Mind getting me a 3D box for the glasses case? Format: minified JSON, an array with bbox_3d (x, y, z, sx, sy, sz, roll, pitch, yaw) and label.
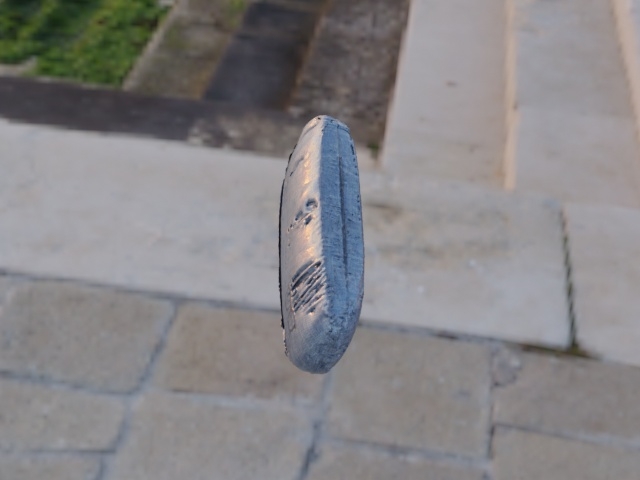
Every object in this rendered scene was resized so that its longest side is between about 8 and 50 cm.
[{"bbox_3d":[0.000,0.000,1.518,0.067,0.109,0.282,14,49,-22],"label":"glasses case"}]
